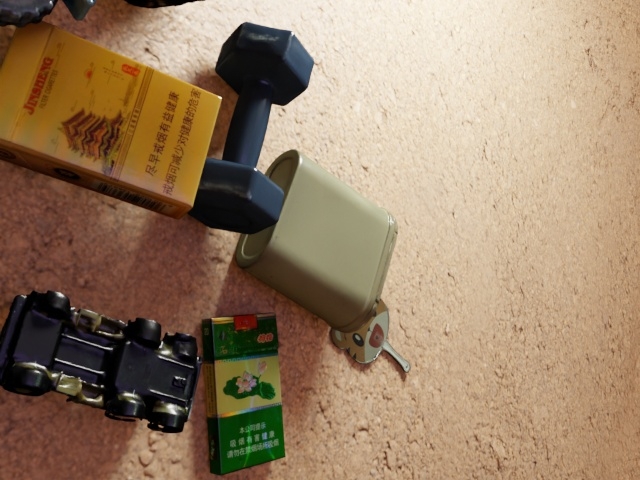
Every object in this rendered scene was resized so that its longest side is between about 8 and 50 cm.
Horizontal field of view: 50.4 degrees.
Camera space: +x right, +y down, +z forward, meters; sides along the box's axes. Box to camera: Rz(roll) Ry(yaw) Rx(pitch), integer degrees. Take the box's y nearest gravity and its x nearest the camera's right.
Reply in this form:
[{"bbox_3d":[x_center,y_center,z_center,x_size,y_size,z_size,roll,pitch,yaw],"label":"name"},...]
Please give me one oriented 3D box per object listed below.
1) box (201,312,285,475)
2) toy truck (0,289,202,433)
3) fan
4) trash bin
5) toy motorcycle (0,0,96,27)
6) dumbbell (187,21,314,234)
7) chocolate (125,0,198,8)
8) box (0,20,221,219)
[{"bbox_3d":[-0.120,0.234,1.069,0.132,0.034,0.235,1,83,-43],"label":"box"},{"bbox_3d":[-0.284,0.159,0.864,0.257,0.127,0.127,28,59,-37],"label":"toy truck"},{"bbox_3d":[0.109,0.185,1.313,0.227,0.008,0.152,46,55,-28],"label":"fan"},{"bbox_3d":[0.000,0.000,1.164,0.247,0.121,0.243,35,62,-32],"label":"trash bin"},{"bbox_3d":[-0.372,-0.466,0.838,0.232,0.172,0.416,-14,84,-38],"label":"toy motorcycle"},{"bbox_3d":[-0.111,-0.174,1.055,0.156,0.143,0.316,11,71,3],"label":"dumbbell"},{"bbox_3d":[-0.206,-0.413,1.005,0.224,0.206,0.177,54,11,24],"label":"chocolate"},{"bbox_3d":[-0.284,-0.157,0.897,0.274,0.076,0.174,20,68,-23],"label":"box"}]
